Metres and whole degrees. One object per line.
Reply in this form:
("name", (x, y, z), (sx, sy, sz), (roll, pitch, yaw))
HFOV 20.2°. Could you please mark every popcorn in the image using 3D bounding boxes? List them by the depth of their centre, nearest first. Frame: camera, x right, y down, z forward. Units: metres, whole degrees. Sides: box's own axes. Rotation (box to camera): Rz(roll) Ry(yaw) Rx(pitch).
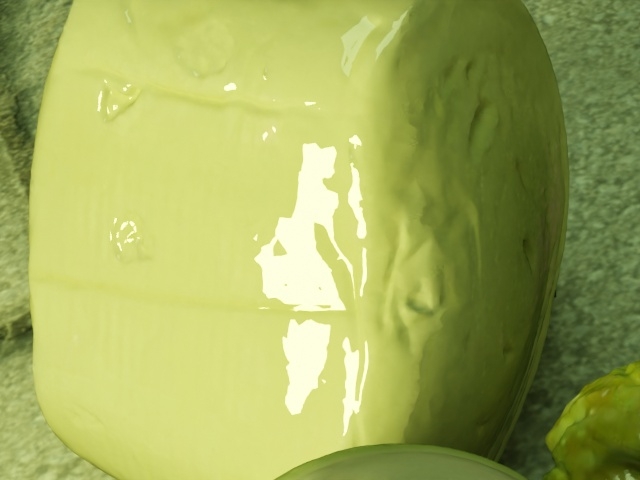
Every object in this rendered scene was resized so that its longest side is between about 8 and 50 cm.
("popcorn", (0.262, 0.176, 1.246), (0.212, 0.198, 0.198), (2, 35, -19))

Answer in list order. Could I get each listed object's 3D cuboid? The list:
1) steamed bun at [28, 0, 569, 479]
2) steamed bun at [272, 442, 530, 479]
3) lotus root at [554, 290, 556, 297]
("steamed bun", (0.000, 0.000, 1.355), (0.371, 0.456, 0.290), (17, 17, 34))
("steamed bun", (0.069, 0.280, 1.107), (0.309, 0.309, 0.309), (-10, 40, 8))
("lotus root", (0.115, 0.007, 1.520), (0.120, 0.120, 0.209), (-39, 48, -25))
